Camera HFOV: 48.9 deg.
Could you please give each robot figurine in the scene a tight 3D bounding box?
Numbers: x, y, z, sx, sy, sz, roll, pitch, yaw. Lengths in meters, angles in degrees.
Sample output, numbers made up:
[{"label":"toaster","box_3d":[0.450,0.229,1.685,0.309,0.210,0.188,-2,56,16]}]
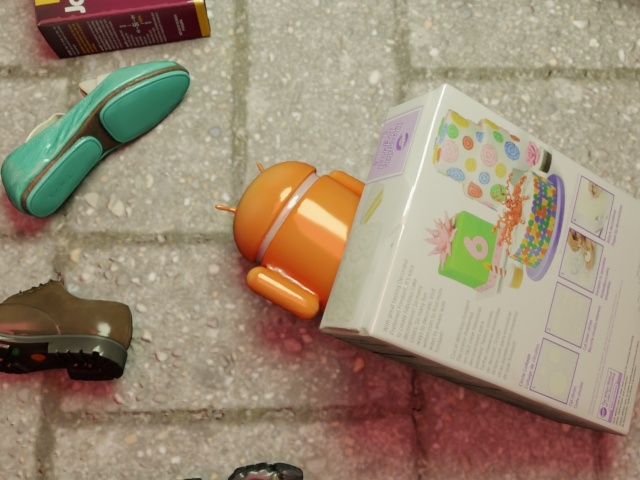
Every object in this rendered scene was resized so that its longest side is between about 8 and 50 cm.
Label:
[{"label":"robot figurine","box_3d":[0.001,-0.001,0.753,0.219,0.128,0.158,34,94,4]}]

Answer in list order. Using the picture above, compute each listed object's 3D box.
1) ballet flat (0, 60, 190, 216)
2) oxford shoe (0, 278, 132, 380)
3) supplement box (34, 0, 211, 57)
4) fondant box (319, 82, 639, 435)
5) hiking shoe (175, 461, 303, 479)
[{"label":"ballet flat","box_3d":[-0.262,-0.135,0.795,0.087,0.083,0.247,40,76,20]},{"label":"oxford shoe","box_3d":[-0.310,0.089,0.752,0.227,0.083,0.096,6,55,0]},{"label":"supplement box","box_3d":[-0.232,-0.291,0.828,0.188,0.081,0.104,-10,78,-5]},{"label":"fondant box","box_3d":[0.188,0.031,0.702,0.330,0.096,0.238,24,76,-26]},{"label":"hiking shoe","box_3d":[-0.121,0.296,0.700,0.226,0.086,0.114,-10,78,-4]}]
